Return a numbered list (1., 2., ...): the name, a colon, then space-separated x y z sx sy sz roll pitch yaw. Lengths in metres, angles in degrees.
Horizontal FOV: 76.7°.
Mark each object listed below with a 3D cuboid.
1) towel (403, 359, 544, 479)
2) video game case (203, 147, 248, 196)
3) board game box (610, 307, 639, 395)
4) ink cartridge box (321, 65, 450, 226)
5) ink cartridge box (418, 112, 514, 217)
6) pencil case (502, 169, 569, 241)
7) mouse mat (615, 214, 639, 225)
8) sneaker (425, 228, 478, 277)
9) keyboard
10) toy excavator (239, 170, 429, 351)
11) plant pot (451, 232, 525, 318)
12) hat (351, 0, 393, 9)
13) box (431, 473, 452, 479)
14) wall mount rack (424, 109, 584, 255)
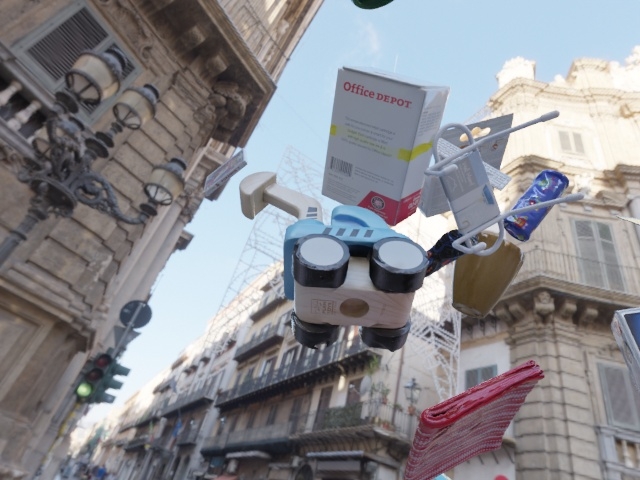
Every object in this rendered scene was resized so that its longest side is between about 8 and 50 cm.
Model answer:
1. towel: 0.226 0.299 0.627 0.198 0.031 0.275 -17 -46 -14
2. video game case: -0.339 -0.249 1.449 0.183 0.201 0.023 -37 -64 6
3. board game box: 0.444 0.197 0.380 0.192 0.306 0.053 -13 -40 20
4. ink cartridge box: 0.175 -0.279 1.174 0.279 0.160 0.385 29 -54 31
5. ink cartridge box: 0.534 -0.288 1.531 0.307 0.091 0.385 -17 -45 -10
6. pencil case: 0.841 -0.141 1.602 0.133 0.306 0.119 36 -7 37
7. mouse mat: 0.931 -0.030 1.098 0.152 0.190 0.007 8 -71 -11
8. sneaker: 0.358 0.037 1.190 0.221 0.083 0.087 -32 -17 15
9. keyboard: 0.453 -0.235 1.233 0.256 0.072 0.014 38 -35 22
10. toy excavator: 0.000 0.000 0.924 0.431 0.446 0.223 4 -53 1
11. plant pot: 0.571 0.138 1.446 0.236 0.255 0.237 24 -17 8
12. hat: 0.142 -0.783 1.111 0.172 0.184 0.208 -15 -4 7
13. box: 0.426 0.837 1.279 0.060 0.101 0.244 9 -2 -26
14. wall mount rack: 0.420 -0.132 0.948 0.303 0.130 0.351 -28 -74 -6
